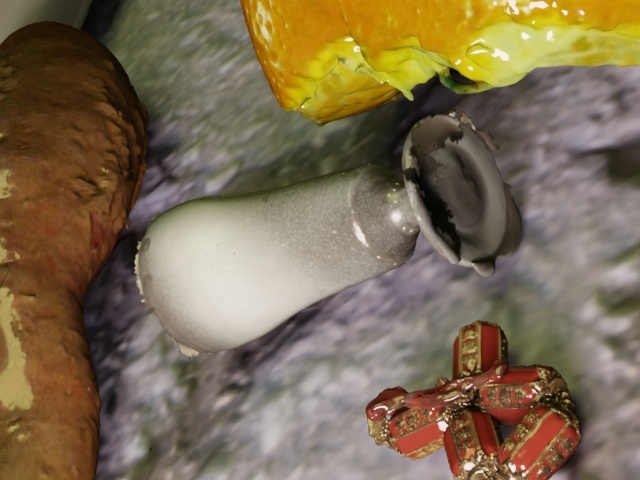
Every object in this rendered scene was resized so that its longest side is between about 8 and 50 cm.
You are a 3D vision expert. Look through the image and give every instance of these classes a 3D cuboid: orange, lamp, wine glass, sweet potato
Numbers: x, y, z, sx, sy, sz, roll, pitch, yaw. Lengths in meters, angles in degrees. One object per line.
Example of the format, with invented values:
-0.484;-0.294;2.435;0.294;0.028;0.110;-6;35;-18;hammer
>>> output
0.070;-0.135;0.754;0.179;0.158;0.237;-23;16;-35;orange
0.058;0.064;0.658;0.063;0.031;0.083;-48;35;-4;lamp
0.000;0.000;0.763;0.155;0.072;0.072;-18;39;38;wine glass
-0.137;-0.005;0.907;0.109;0.109;0.385;-33;33;18;sweet potato

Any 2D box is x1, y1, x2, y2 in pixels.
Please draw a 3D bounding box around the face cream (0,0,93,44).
-0.181;-0.155;1.161;0.107;0.073;0.269;-36;29;41;face cream
